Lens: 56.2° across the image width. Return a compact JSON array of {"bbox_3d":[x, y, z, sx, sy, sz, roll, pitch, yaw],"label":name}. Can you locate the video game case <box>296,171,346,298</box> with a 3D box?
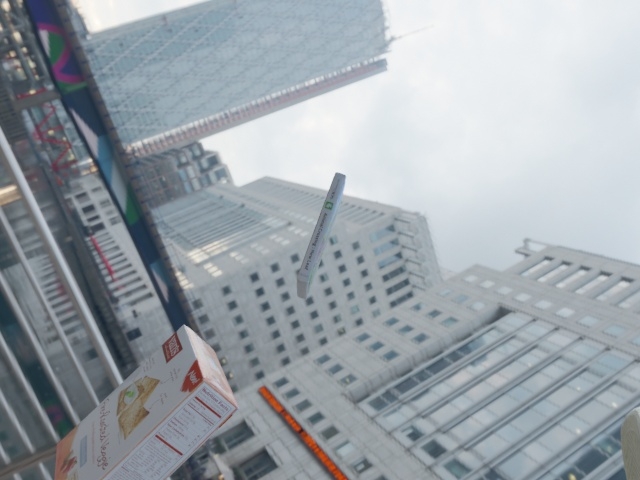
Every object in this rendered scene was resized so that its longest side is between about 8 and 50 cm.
[{"bbox_3d":[0.000,0.000,1.066,0.023,0.193,0.212,19,-13,3],"label":"video game case"}]

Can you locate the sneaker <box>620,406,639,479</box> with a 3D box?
[{"bbox_3d":[0.407,0.346,0.597,0.131,0.148,0.350,36,52,-75],"label":"sneaker"}]

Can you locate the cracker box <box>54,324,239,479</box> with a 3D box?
[{"bbox_3d":[-0.220,0.231,0.740,0.067,0.232,0.155,49,-5,-26],"label":"cracker box"}]
